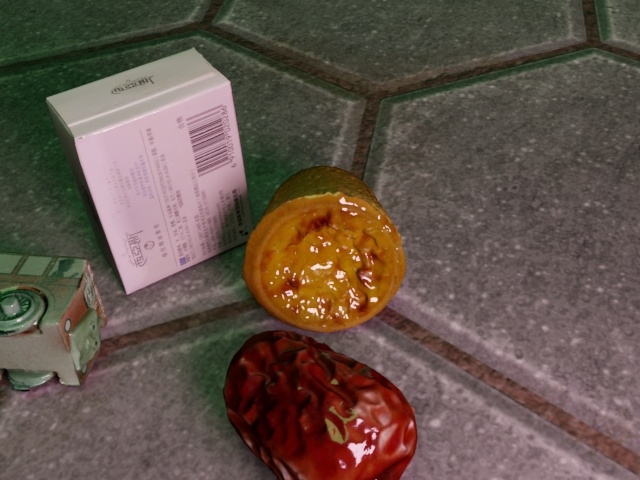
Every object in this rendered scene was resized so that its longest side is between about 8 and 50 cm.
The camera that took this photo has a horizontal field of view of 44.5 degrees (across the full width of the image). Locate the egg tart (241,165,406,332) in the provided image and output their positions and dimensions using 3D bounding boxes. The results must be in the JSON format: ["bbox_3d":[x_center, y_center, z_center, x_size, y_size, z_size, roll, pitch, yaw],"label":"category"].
[{"bbox_3d":[0.000,0.000,1.001,0.203,0.202,0.147,-6,31,-1],"label":"egg tart"}]

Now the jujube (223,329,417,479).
[{"bbox_3d":[-0.009,0.186,0.823,0.230,0.155,0.155,27,51,38],"label":"jujube"}]

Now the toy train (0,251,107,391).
[{"bbox_3d":[-0.429,0.092,0.976,0.327,0.129,0.159,2,38,9],"label":"toy train"}]

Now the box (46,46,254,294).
[{"bbox_3d":[-0.214,-0.088,1.041,0.203,0.274,0.116,-26,48,-19],"label":"box"}]
